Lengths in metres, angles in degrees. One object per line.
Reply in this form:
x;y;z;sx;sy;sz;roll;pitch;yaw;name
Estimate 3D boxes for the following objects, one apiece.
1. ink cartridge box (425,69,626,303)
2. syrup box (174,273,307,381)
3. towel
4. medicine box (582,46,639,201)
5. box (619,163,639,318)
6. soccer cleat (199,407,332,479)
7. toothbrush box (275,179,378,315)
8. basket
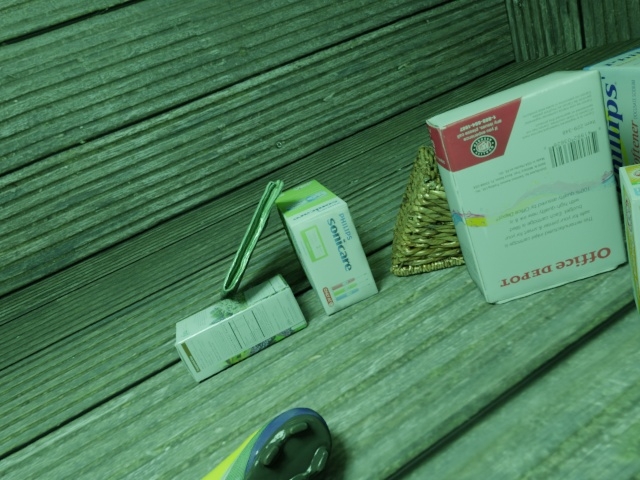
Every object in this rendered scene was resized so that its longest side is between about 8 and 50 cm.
0.324;-0.082;0.677;0.226;0.306;0.131;-18;21;9;ink cartridge box
-0.159;0.168;0.834;0.236;0.096;0.093;-26;19;-11;syrup box
-0.162;0.019;0.944;0.248;0.038;0.325;-68;9;-17;towel
0.607;-0.185;0.707;0.149;0.264;0.289;-19;21;6;medicine box
0.429;0.011;0.490;0.114;0.203;0.103;-8;25;32;box
-0.109;0.308;0.497;0.289;0.093;0.121;-33;-7;-16;soccer cleat
0.000;0.000;0.934;0.122;0.206;0.283;-24;22;-7;toothbrush box
0.290;-0.053;0.939;0.213;0.223;0.299;16;28;3;basket
